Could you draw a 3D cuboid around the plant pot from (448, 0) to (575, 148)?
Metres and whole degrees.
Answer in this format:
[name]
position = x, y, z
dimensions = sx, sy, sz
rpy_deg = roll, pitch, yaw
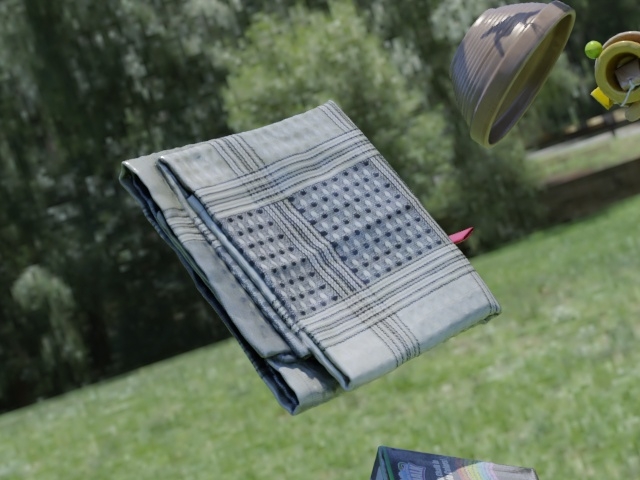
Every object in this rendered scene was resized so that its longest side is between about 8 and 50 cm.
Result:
[plant pot]
position = 0.264, -0.261, 2.122
dimensions = 0.237, 0.110, 0.237
rpy_deg = -51, -15, -20

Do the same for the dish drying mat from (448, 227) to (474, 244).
[dish drying mat]
position = 0.147, 0.005, 1.751
dimensions = 0.083, 0.008, 0.032
rpy_deg = -22, 13, 40

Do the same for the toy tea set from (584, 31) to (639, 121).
[toy tea set]
position = 0.445, -0.146, 1.557
dimensions = 0.200, 0.336, 0.124
rpy_deg = -53, -11, 24

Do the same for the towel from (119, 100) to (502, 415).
[towel]
position = 0.000, 0.000, 1.454
dimensions = 0.324, 0.312, 0.056
rpy_deg = -22, -21, -44

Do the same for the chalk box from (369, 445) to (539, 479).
[chalk box]
position = 0.105, 0.292, 1.401
dimensions = 0.213, 0.132, 0.132
rpy_deg = 9, 21, -9
